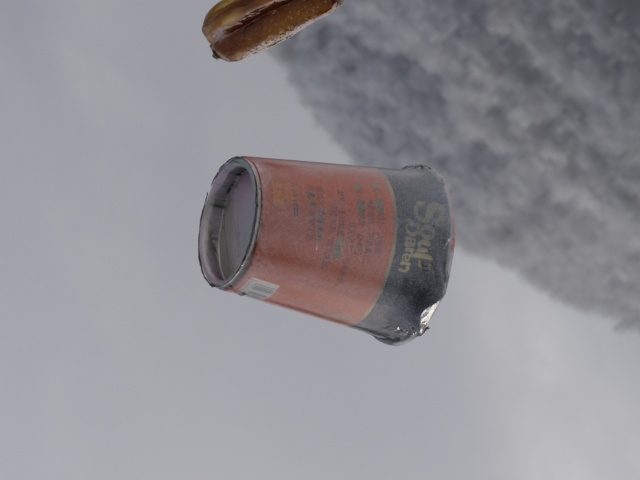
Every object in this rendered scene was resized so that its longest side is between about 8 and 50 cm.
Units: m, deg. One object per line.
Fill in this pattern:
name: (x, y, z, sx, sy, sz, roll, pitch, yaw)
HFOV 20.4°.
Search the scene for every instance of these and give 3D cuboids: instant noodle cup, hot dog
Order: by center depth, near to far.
instant noodle cup: (-0.001, 0.000, 1.156, 0.136, 0.127, 0.127, 10, -147, -27)
hot dog: (-0.031, -0.163, 1.242, 0.049, 0.122, 0.037, 55, -153, -26)
